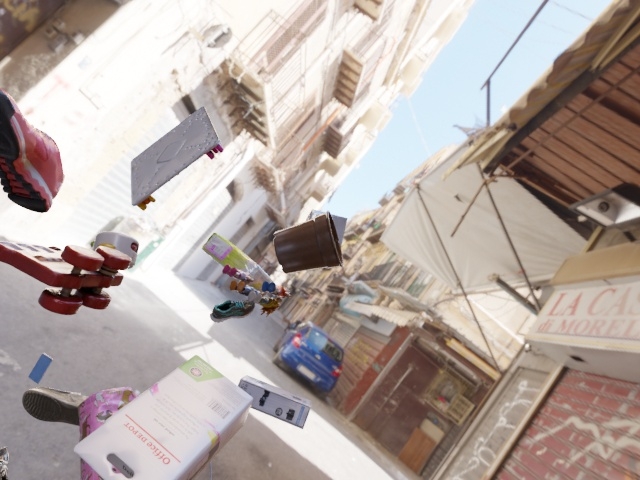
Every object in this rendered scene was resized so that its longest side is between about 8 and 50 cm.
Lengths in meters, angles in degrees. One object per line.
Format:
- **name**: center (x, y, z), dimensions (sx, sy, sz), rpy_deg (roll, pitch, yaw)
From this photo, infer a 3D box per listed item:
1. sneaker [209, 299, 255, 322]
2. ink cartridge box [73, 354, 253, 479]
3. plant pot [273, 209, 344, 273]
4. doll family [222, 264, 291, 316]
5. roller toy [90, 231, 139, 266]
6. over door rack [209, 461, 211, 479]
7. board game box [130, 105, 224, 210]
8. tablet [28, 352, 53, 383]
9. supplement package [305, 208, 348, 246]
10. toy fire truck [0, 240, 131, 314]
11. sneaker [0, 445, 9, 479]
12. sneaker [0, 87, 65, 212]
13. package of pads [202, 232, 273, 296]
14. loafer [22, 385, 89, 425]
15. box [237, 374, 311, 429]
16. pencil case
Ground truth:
- **sneaker**: center (-0.309, 0.241, 1.475), dimensions (0.064, 0.167, 0.076), rpy_deg (57, -34, 30)
- **ink cartridge box**: center (-0.348, 0.448, 0.956), dimensions (0.207, 0.119, 0.353), rpy_deg (31, 28, 16)
- **plant pot**: center (-0.034, 0.017, 1.159), dimensions (0.167, 0.165, 0.166), rpy_deg (-16, 90, -82)
- **doll family**: center (-0.223, 0.181, 1.412), dimensions (0.263, 0.118, 0.163), rpy_deg (20, -9, 25)
- **roller toy**: center (-0.953, 0.054, 1.924), dimensions (0.191, 0.146, 0.210), rpy_deg (22, -27, -40)
- **over door rack**: center (-0.382, 0.764, 1.252), dimensions (0.239, 0.108, 0.323), rpy_deg (98, -22, -84)
- **board game box**: center (-0.564, -0.327, 1.601), dimensions (0.050, 0.390, 0.389), rpy_deg (52, 4, -41)
- **tablet**: center (-0.890, 0.407, 1.317), dimensions (0.054, 0.083, 0.006), rpy_deg (18, -15, 22)
- **supplement package**: center (0.000, 0.000, 1.647), dimensions (0.150, 0.193, 0.203), rpy_deg (15, -9, -6)
- **toy fire truck**: center (-0.718, 0.073, 1.173), dimensions (0.254, 0.169, 0.302), rpy_deg (27, 0, 8)
- **sneaker**: center (-1.198, 0.842, 1.510), dimensions (0.130, 0.109, 0.286), rpy_deg (61, -29, 3)
- **sneaker**: center (-0.650, -0.209, 0.902), dimensions (0.116, 0.136, 0.313), rpy_deg (13, -42, -1)
- **package of pads**: center (-0.360, 0.105, 1.820), dimensions (0.297, 0.101, 0.229), rpy_deg (34, -12, 22)
- **loafer**: center (-0.911, 0.588, 1.474), dimensions (0.269, 0.101, 0.092), rpy_deg (23, 4, -9)
- **box**: center (-0.185, 0.624, 1.613), dimensions (0.290, 0.087, 0.169), rpy_deg (20, -13, 4)
- **pencil case**: center (-0.601, 0.627, 1.210), dimensions (0.167, 0.160, 0.385), rpy_deg (35, 23, -56)
